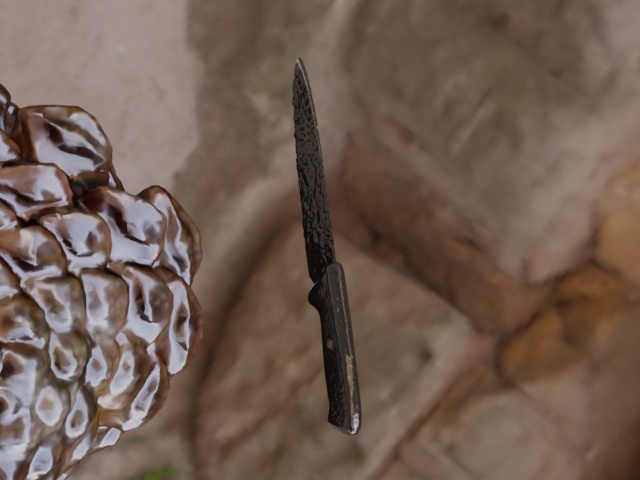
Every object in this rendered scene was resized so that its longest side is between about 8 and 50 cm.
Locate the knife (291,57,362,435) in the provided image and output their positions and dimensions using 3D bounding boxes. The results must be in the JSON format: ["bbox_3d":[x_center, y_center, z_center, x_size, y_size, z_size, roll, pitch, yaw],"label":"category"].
[{"bbox_3d":[0.000,0.000,0.790,0.010,0.170,0.023,9,151,-32],"label":"knife"}]

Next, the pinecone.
[{"bbox_3d":[-0.211,0.037,1.006,0.298,0.242,0.296,-23,-178,-14],"label":"pinecone"}]
